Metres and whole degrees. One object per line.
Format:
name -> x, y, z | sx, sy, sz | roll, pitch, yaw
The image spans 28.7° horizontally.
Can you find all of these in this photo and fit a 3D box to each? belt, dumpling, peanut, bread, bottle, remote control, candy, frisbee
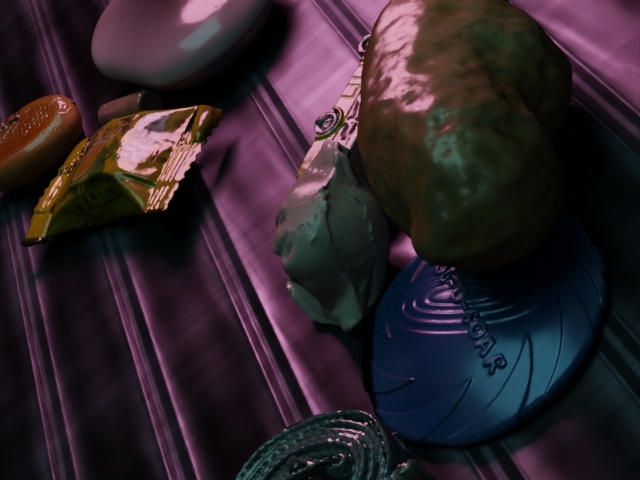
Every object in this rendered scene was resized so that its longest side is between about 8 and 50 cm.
belt -> 0.002, 0.210, 1.017 | 0.163, 0.082, 0.147 | -46, 39, 1
dumpling -> 0.000, 0.000, 1.197 | 0.127, 0.108, 0.188 | -23, 72, 46
peanut -> 0.130, -0.109, 1.114 | 0.192, 0.169, 0.387 | -2, 39, 6
bread -> -0.413, -0.134, 1.781 | 0.189, 0.077, 0.114 | -35, 57, 13
bottle -> -0.258, -0.175, 1.691 | 0.096, 0.045, 0.045 | -9, 49, 41
remote control -> -0.192, -0.297, 1.695 | 0.221, 0.103, 0.332 | -53, 36, -13
candy -> -0.257, -0.083, 1.566 | 0.297, 0.081, 0.187 | -9, 47, 40
frisbee -> 0.129, 0.062, 1.069 | 0.242, 0.045, 0.242 | -27, 38, 24

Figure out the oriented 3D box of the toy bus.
toy bus -> 0.058, -0.138, 1.305 | 0.074, 0.081, 0.226 | 9, 61, 47
